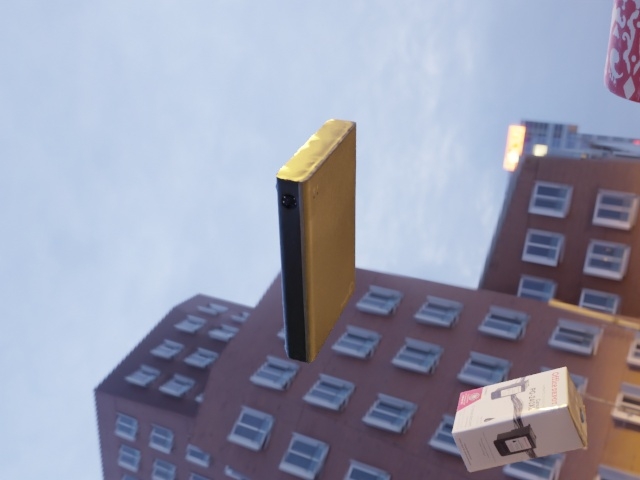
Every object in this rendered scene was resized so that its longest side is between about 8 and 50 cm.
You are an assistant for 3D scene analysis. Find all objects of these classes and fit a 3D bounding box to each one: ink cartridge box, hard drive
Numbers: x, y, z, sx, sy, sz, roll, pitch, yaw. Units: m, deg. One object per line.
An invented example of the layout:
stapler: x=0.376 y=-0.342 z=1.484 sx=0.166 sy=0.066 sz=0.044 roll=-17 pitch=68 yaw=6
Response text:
ink cartridge box: x=0.255 y=0.228 z=0.950 sx=0.063 sy=0.151 sz=0.109 roll=66 pitch=-158 yaw=-10
hard drive: x=0.000 y=0.000 z=0.490 sx=0.094 sy=0.022 sz=0.135 roll=-55 pitch=-30 yaw=-52

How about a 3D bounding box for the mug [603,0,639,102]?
mug: x=0.287 y=-0.195 z=0.589 sx=0.150 sy=0.113 sz=0.169 roll=-61 pitch=-25 yaw=-53
